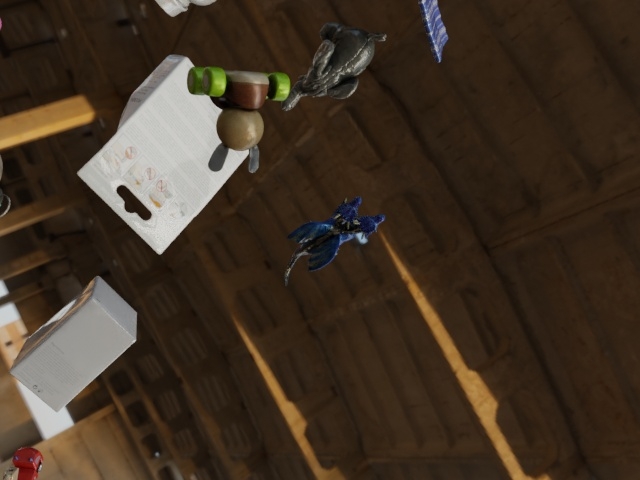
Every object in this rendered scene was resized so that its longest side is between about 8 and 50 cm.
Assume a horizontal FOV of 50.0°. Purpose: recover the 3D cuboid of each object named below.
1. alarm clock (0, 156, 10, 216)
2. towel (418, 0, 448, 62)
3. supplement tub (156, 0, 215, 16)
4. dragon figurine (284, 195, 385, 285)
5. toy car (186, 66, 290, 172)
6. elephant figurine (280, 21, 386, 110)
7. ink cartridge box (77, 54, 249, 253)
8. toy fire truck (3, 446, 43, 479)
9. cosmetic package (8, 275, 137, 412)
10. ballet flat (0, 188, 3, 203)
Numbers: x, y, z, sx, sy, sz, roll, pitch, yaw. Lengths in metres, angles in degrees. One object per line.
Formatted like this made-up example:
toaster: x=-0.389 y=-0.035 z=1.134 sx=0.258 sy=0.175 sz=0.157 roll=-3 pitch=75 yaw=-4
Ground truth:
alarm clock: x=-0.503 y=-0.090 z=0.960 sx=0.192 sy=0.129 sz=0.064 roll=37 pitch=-21 yaw=16
towel: x=0.250 y=-0.612 z=1.629 sx=0.040 sy=0.243 sz=0.335 roll=-11 pitch=-66 yaw=19
supplement tub: x=-0.125 y=-0.368 z=0.798 sx=0.144 sy=0.200 sz=0.144 roll=57 pitch=9 yaw=-14
dragon figurine: x=0.000 y=0.000 z=1.283 sx=0.289 sy=0.144 sz=0.085 roll=-32 pitch=-89 yaw=26
toy car: x=-0.155 y=-0.220 z=1.272 sx=0.149 sy=0.155 sz=0.188 roll=22 pitch=-69 yaw=57
elephant figurine: x=0.028 y=-0.430 z=1.757 sx=0.169 sy=0.239 sz=0.186 roll=31 pitch=-24 yaw=9
ink cartridge box: x=-0.376 y=-0.207 z=1.675 sx=0.091 sy=0.385 sz=0.308 roll=20 pitch=-25 yaw=45
toy fire truck: x=-0.581 y=0.469 z=1.288 sx=0.135 sy=0.047 sz=0.192 roll=103 pitch=-5 yaw=-50
cosmetic package: x=-0.529 y=0.218 z=1.506 sx=0.138 sy=0.225 sz=0.224 roll=47 pitch=-4 yaw=-17
ballet flat: x=-0.776 y=-0.177 z=1.479 sx=0.280 sy=0.095 sz=0.096 roll=43 pitch=-23 yaw=18
